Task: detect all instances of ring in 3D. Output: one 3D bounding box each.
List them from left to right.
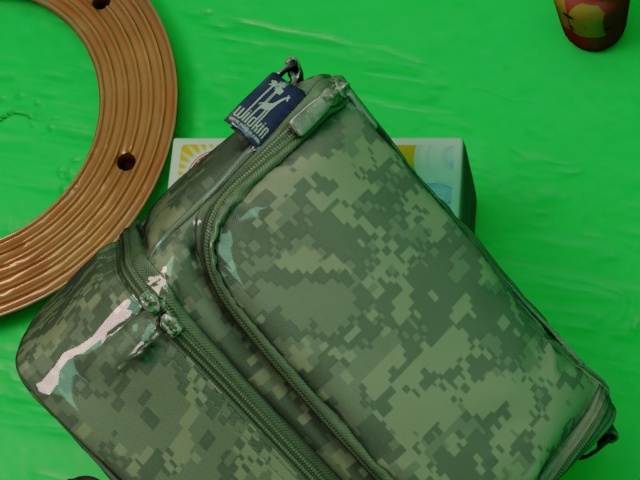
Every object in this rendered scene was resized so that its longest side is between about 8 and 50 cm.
[{"bbox_3d":[-0.268,-0.087,1.471,0.336,0.032,0.337,-3,67,8],"label":"ring"}]

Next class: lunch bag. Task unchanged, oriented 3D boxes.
[{"bbox_3d":[-0.001,0.077,1.187,0.256,0.212,0.305,-42,97,-1],"label":"lunch bag"}]

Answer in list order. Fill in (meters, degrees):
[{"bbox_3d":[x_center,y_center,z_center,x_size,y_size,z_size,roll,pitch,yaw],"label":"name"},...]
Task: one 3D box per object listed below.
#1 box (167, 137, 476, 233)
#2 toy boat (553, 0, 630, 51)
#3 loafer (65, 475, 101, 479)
[{"bbox_3d":[0.000,0.000,1.343,0.203,0.103,0.114,0,67,10],"label":"box"},{"bbox_3d":[0.311,-0.203,1.351,0.318,0.148,0.267,-11,66,5],"label":"toy boat"},{"bbox_3d":[-0.185,0.296,1.163,0.130,0.366,0.134,33,35,-10],"label":"loafer"}]
